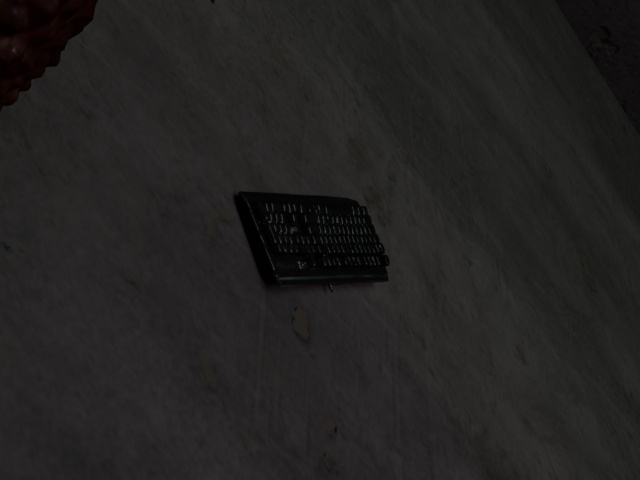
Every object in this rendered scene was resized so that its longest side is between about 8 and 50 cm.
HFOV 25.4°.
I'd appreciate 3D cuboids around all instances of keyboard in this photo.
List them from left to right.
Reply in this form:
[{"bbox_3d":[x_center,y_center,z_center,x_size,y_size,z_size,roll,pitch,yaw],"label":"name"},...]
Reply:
[{"bbox_3d":[0.000,0.000,1.248,0.230,0.025,0.093,-1,67,-65],"label":"keyboard"}]

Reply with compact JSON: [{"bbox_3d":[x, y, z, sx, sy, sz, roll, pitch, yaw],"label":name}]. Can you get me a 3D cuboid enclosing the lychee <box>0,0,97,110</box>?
[{"bbox_3d":[-0.210,-0.170,0.679,0.260,0.261,0.260,47,30,-38],"label":"lychee"}]
